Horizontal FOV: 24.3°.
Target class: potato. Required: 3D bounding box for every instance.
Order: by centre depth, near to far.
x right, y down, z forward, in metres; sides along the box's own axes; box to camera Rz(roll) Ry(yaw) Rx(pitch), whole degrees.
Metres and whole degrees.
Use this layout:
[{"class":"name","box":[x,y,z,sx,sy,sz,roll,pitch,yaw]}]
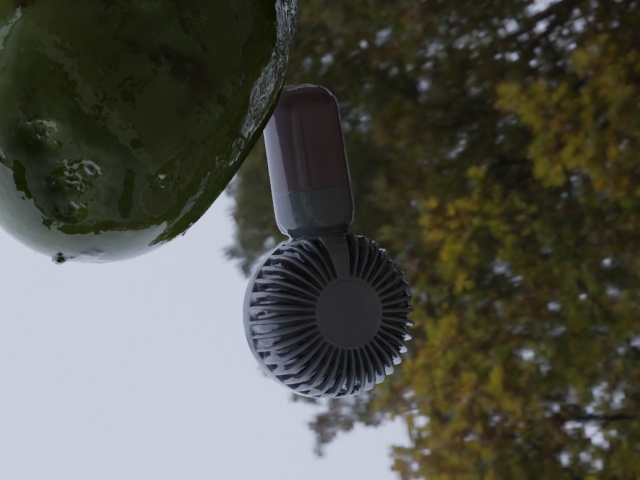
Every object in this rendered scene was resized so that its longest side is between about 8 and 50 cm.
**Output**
[{"class":"potato","box":[-0.128,-0.124,1.018,0.216,0.216,0.304,46,-124,-12]}]

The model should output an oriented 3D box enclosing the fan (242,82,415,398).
[{"class":"fan","box":[0.000,0.000,1.148,0.130,0.074,0.244,-7,-92,-23]}]
